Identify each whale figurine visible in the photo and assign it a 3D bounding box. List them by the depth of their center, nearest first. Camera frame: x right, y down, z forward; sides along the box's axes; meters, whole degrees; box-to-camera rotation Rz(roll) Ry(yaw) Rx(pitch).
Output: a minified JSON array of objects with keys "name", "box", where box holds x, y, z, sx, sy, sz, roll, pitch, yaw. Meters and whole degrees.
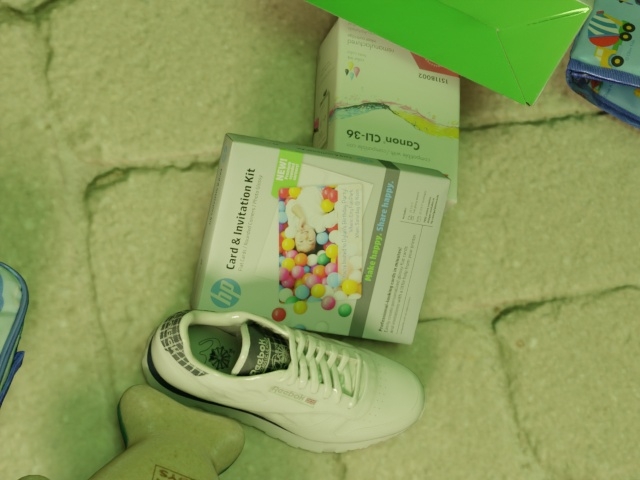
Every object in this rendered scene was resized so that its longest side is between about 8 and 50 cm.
[{"name":"whale figurine","box":[-0.133,0.234,1.194,0.216,0.141,0.272,22,40,-11]}]

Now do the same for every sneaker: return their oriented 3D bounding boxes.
[{"name":"sneaker","box":[-0.020,0.107,1.286,0.235,0.095,0.090,12,65,-17]}]

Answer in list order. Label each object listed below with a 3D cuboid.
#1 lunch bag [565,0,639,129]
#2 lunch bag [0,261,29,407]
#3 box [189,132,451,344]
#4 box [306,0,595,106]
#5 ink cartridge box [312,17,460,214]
[{"name":"lunch bag","box":[0.368,-0.194,1.540,0.293,0.138,0.221,20,65,3]},{"name":"lunch bag","box":[-0.313,0.096,1.178,0.176,0.090,0.219,23,56,-9]},{"name":"box","box":[0.000,0.000,1.325,0.186,0.038,0.145,10,102,-15]},{"name":"box","box":[0.109,-0.274,1.424,0.262,0.127,0.231,25,45,-4]},{"name":"ink cartridge box","box":[0.056,-0.083,1.401,0.115,0.067,0.198,9,67,-17]}]
